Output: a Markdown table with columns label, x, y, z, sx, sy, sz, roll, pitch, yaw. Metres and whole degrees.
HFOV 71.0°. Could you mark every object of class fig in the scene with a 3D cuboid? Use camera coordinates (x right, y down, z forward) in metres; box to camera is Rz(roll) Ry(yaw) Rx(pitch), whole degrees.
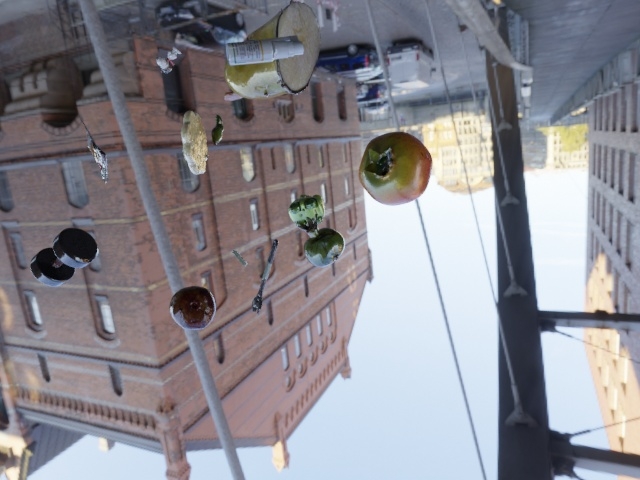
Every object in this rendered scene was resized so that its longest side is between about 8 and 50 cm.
| label | x | y | z | sx | sy | sz | roll | pitch | yaw |
| --- | --- | --- | --- | --- | --- | --- | --- | --- | --- |
| fig | -0.542 | 0.261 | 1.901 | 0.191 | 0.190 | 0.290 | -9 | -163 | -14 |

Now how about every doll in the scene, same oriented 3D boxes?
| label | x | y | z | sx | sy | sz | roll | pitch | yaw |
| --- | --- | --- | --- | --- | --- | --- | --- | --- | --- |
| doll | -0.473 | -0.565 | 1.404 | 0.085 | 0.058 | 0.040 | -36 | -120 | -6 |

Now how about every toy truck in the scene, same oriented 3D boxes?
| label | x | y | z | sx | sy | sz | roll | pitch | yaw |
| --- | --- | --- | --- | --- | --- | --- | --- | --- | --- |
| toy truck | -0.058 | -0.179 | 2.404 | 0.187 | 0.148 | 0.210 | -1 | -142 | 31 |

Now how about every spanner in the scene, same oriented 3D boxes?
| label | x | y | z | sx | sy | sz | roll | pitch | yaw |
| --- | --- | --- | --- | --- | --- | --- | --- | --- | --- |
| spanner | -0.209 | 0.143 | 1.716 | 0.024 | 0.315 | 0.087 | 13 | -163 | -21 |

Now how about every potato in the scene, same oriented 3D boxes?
| label | x | y | z | sx | sy | sz | roll | pitch | yaw |
| --- | --- | --- | --- | --- | --- | --- | --- | --- | --- |
| potato | -0.207 | -0.729 | 1.739 | 0.296 | 0.397 | 0.290 | 4 | 162 | 26 |

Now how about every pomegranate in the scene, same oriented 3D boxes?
| label | x | y | z | sx | sy | sz | roll | pitch | yaw |
| --- | --- | --- | --- | --- | --- | --- | --- | --- | --- |
| pomegranate | 0.000 | 0.000 | 1.640 | 0.152 | 0.191 | 0.131 | -39 | -160 | -30 |
| pomegranate | 0.214 | -0.209 | 1.314 | 0.221 | 0.220 | 0.257 | 2 | -176 | 32 |

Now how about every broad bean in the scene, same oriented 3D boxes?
| label | x | y | z | sx | sy | sz | roll | pitch | yaw |
| --- | --- | --- | --- | --- | --- | --- | --- | --- | --- |
| broad bean | -0.525 | -0.558 | 2.290 | 0.048 | 0.070 | 0.213 | -14 | -127 | 11 |

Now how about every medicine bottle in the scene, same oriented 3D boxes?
| label | x | y | z | sx | sy | sz | roll | pitch | yaw |
| --- | --- | --- | --- | --- | --- | --- | --- | --- | --- |
| medicine bottle | -0.163 | -0.560 | 1.309 | 0.221 | 0.092 | 0.061 | -11 | 147 | -13 |

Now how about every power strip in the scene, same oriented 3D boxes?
| label | x | y | z | sx | sy | sz | roll | pitch | yaw |
| --- | --- | --- | --- | --- | --- | --- | --- | --- | --- |
| power strip | -0.322 | 0.070 | 1.792 | 0.017 | 0.083 | 0.027 | -39 | 179 | -2 |

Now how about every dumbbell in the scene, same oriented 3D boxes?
| label | x | y | z | sx | sy | sz | roll | pitch | yaw |
| --- | --- | --- | --- | --- | --- | --- | --- | --- | --- |
| dumbbell | -0.974 | 0.065 | 1.707 | 0.218 | 0.152 | 0.152 | -32 | -179 | 23 |

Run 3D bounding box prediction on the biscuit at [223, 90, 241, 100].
| label | x | y | z | sx | sy | sz | roll | pitch | yaw |
| --- | --- | --- | --- | --- | --- | --- | --- | --- | --- |
| biscuit | -0.431 | -0.745 | 2.299 | 0.131 | 0.019 | 0.102 | -19 | 177 | -7 |

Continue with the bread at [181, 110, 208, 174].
| label | x | y | z | sx | sy | sz | roll | pitch | yaw |
| --- | --- | --- | --- | --- | --- | --- | --- | --- | --- |
| bread | -0.602 | -0.462 | 2.147 | 0.054 | 0.315 | 0.316 | -2 | -168 | 3 |

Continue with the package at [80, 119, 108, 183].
| label | x | y | z | sx | sy | sz | roll | pitch | yaw |
| --- | --- | --- | --- | --- | --- | --- | --- | --- | --- |
| package | -0.887 | -0.352 | 1.771 | 0.030 | 0.154 | 0.239 | -20 | -123 | -29 |
